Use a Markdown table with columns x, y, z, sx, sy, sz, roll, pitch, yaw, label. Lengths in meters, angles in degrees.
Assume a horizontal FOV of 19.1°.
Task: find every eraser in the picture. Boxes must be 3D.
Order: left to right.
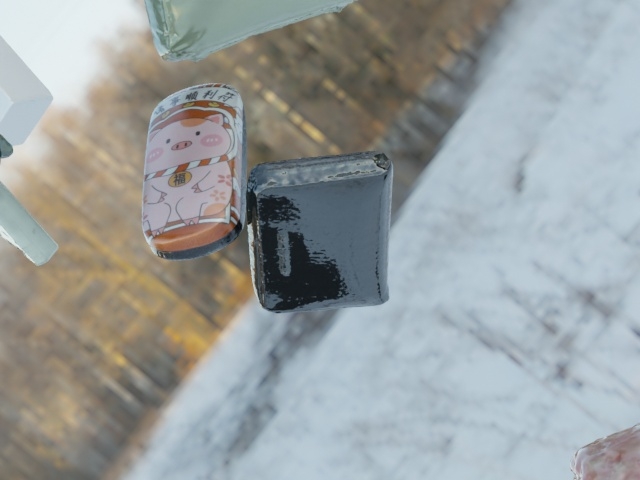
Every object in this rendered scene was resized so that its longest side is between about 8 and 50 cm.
| x | y | z | sx | sy | sz | roll | pitch | yaw | label |
| --- | --- | --- | --- | --- | --- | --- | --- | --- | --- |
| -0.426 | -0.231 | 2.105 | 0.078 | 0.298 | 0.076 | -50 | -17 | 27 | eraser |

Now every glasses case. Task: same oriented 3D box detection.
| x | y | z | sx | sy | sz | roll | pitch | yaw | label |
| --- | --- | --- | --- | --- | --- | --- | --- | --- | --- |
| -0.130 | -0.075 | 1.979 | 0.103 | 0.067 | 0.267 | -12 | 39 | 7 | glasses case |

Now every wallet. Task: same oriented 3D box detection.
| x | y | z | sx | sy | sz | roll | pitch | yaw | label |
| --- | --- | --- | --- | --- | --- | --- | --- | --- | --- |
| 0.000 | 0.000 | 1.929 | 0.250 | 0.149 | 0.044 | 91 | 173 | -56 | wallet |

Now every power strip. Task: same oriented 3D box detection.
| x | y | z | sx | sy | sz | roll | pitch | yaw | label |
| --- | --- | --- | --- | --- | --- | --- | --- | --- | --- |
| -0.321 | -0.041 | 1.835 | 0.035 | 0.081 | 0.192 | -51 | -36 | -11 | power strip |

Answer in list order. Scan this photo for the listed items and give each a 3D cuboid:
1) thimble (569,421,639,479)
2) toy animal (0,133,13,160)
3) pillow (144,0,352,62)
| x | y | z | sx | sy | sz | roll | pitch | yaw | label |
| --- | --- | --- | --- | --- | --- | --- | --- | --- | --- |
| 0.357 | 0.298 | 1.926 | 0.162 | 0.239 | 0.239 | -20 | 3 | 1 | thimble |
| -0.386 | -0.027 | 1.622 | 0.251 | 0.127 | 0.125 | -52 | -8 | -37 | toy animal |
| -0.082 | -0.353 | 2.137 | 0.322 | 0.255 | 0.120 | -24 | 18 | -38 | pillow |
